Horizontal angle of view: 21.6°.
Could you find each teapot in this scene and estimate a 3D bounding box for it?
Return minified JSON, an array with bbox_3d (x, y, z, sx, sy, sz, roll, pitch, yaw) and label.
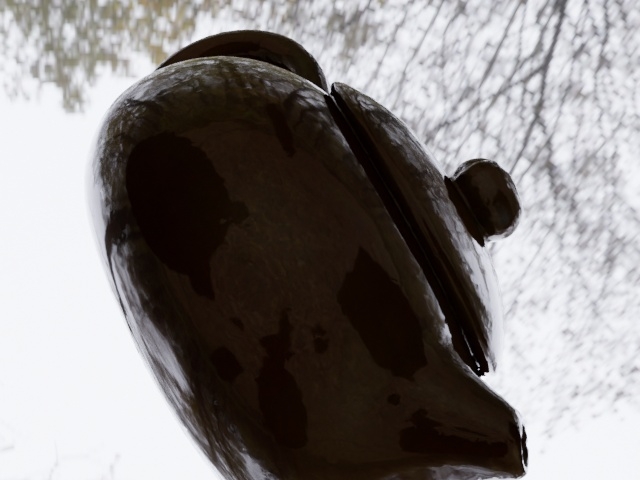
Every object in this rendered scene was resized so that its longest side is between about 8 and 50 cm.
[{"bbox_3d":[0.000,0.000,0.581,0.135,0.178,0.252,-24,-137,-1],"label":"teapot"}]
